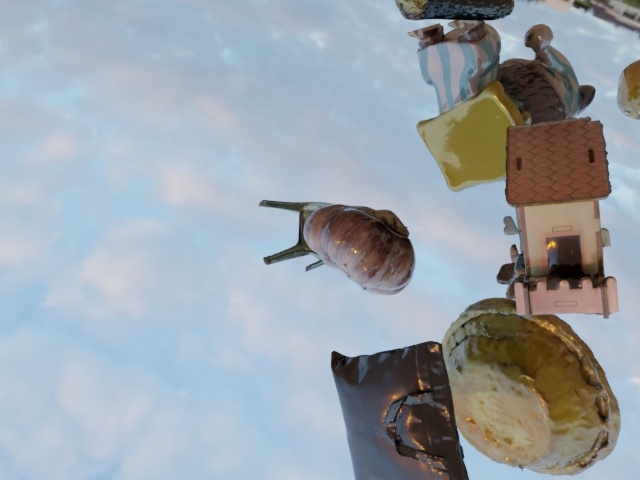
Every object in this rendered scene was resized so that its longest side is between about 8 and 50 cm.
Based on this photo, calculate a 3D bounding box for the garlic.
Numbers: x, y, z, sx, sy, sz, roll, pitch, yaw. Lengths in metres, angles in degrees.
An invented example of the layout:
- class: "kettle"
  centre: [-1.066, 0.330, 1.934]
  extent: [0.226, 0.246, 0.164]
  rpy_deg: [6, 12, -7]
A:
- class: "garlic"
  centre: [0.087, 0.005, 1.134]
  extent: [0.244, 0.161, 0.245]
  rpy_deg: [32, 179, 1]

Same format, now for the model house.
- class: "model house"
  centre: [0.342, -0.054, 0.854]
  extent: [0.169, 0.245, 0.326]
  rpy_deg: [-2, -163, 26]

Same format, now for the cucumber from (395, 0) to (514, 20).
- class: "cucumber"
  centre: [0.238, -0.394, 0.941]
  extent: [0.245, 0.067, 0.067]
  rpy_deg: [-10, -134, -27]

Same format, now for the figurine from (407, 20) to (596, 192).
- class: "figurine"
  centre: [0.392, -0.331, 1.206]
  extent: [0.266, 0.362, 0.377]
  rpy_deg: [6, -144, 48]

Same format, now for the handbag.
- class: "handbag"
  centre: [0.123, 0.289, 0.884]
  extent: [0.088, 0.210, 0.255]
  rpy_deg: [-4, -98, -53]

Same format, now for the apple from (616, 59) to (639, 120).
- class: "apple"
  centre: [0.741, -0.345, 1.304]
  extent: [0.146, 0.147, 0.147]
  rpy_deg: [14, -143, -11]

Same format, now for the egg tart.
- class: "egg tart"
  centre: [0.379, 0.309, 1.133]
  extent: [0.168, 0.388, 0.388]
  rpy_deg: [-23, -125, -41]

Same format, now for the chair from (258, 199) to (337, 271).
- class: "chair"
  centre: [0.000, 0.000, 1.421]
  extent: [0.203, 0.191, 0.274]
  rpy_deg: [9, -172, 37]
